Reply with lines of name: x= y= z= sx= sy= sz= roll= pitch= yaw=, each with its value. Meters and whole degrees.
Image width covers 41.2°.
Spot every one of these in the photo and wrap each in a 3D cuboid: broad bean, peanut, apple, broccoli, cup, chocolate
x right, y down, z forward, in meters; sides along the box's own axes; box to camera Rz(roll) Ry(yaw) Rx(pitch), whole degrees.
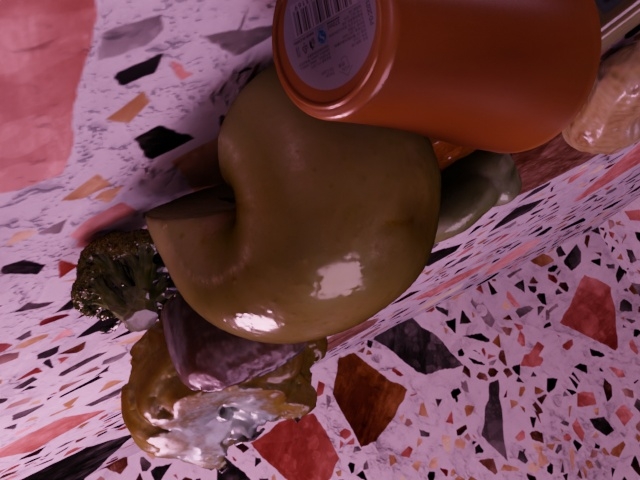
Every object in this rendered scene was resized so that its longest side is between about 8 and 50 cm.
broad bean: x=0.199 y=-0.074 z=1.299 sx=0.228 sy=0.100 sz=0.169 roll=-37 pitch=-153 yaw=-13
peanut: x=0.465 y=-0.218 z=1.319 sx=0.130 sy=0.130 sz=0.290 roll=-26 pitch=164 yaw=-13
apple: x=-0.009 y=-0.020 z=0.857 sx=0.258 sy=0.233 sz=0.295 roll=-6 pitch=155 yaw=-48
broccoli: x=-0.212 y=0.048 z=0.947 sx=0.131 sy=0.120 sz=0.130 roll=-22 pitch=134 yaw=-11
cup: x=0.103 y=-0.182 z=0.695 sx=0.264 sy=0.182 sz=0.226 roll=-6 pitch=121 yaw=-43
chocolate: x=-0.124 y=0.064 z=1.023 sx=0.157 sy=0.254 sz=0.080 roll=-22 pitch=125 yaw=-8

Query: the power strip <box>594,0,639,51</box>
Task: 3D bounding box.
power strip: x=0.281 y=-0.246 z=0.916 sx=0.387 sy=0.092 sz=0.066 roll=-38 pitch=163 yaw=32

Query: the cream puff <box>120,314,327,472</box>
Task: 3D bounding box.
cream puff: x=-0.174 y=0.189 z=1.377 sx=0.323 sy=0.270 sz=0.274 roll=-33 pitch=132 yaw=13

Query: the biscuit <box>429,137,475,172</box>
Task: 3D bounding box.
biscuit: x=0.148 y=-0.125 z=1.192 sx=0.295 sy=0.044 sz=0.186 roll=-30 pitch=163 yaw=12
